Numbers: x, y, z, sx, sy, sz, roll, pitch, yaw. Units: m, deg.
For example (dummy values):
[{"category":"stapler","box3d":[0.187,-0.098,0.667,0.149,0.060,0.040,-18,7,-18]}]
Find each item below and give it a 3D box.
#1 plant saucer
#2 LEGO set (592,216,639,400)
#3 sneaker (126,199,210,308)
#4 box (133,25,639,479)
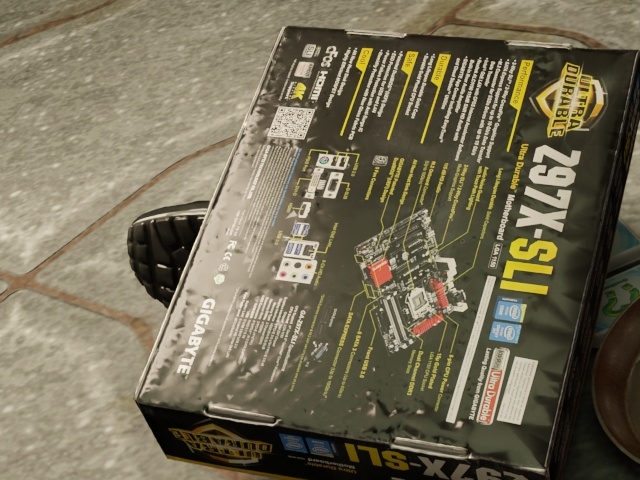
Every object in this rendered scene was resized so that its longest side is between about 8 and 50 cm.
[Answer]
[{"category":"plant saucer","box3d":[0.246,0.080,0.879,0.168,0.029,0.168,-18,41,16]},{"category":"LEGO set","box3d":[0.278,-0.002,0.993,0.244,0.060,0.182,-22,35,-5]},{"category":"sneaker","box3d":[0.000,0.000,1.110,0.283,0.107,0.124,2,32,15]},{"category":"box","box3d":[0.055,0.006,0.952,0.257,0.079,0.322,7,56,17]}]
